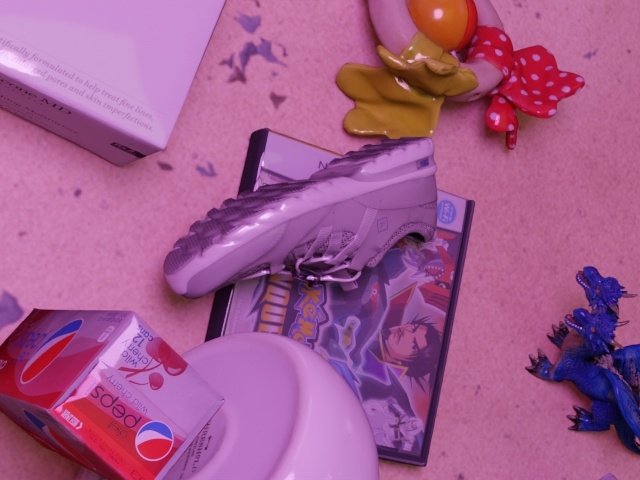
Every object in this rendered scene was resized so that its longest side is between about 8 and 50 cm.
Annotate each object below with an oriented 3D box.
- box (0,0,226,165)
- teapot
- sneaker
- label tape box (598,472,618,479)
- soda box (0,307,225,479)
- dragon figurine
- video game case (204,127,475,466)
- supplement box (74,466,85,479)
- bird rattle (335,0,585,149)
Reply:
[{"bbox_3d":[-0.191,-0.182,0.857,0.181,0.119,0.182,26,74,-25],"label":"box"},{"bbox_3d":[-0.050,0.212,0.809,0.256,0.252,0.187,-44,123,-12],"label":"teapot"},{"bbox_3d":[0.000,0.000,0.919,0.281,0.105,0.115,-23,104,-25],"label":"sneaker"},{"bbox_3d":[0.286,0.416,0.961,0.240,0.106,0.334,-29,56,-19],"label":"label tape box"},{"bbox_3d":[-0.174,0.108,0.763,0.092,0.263,0.083,46,67,-18],"label":"soda box"},{"bbox_3d":[0.316,0.154,1.101,0.085,0.144,0.289,-44,107,-24],"label":"dragon figurine"},{"bbox_3d":[0.020,0.059,1.006,0.248,0.035,0.275,17,78,-27],"label":"video game case"},{"bbox_3d":[-0.164,0.187,0.893,0.062,0.036,0.098,31,73,-24],"label":"supplement box"},{"bbox_3d":[0.137,-0.197,1.042,0.253,0.143,0.207,-14,77,-32],"label":"bird rattle"}]
